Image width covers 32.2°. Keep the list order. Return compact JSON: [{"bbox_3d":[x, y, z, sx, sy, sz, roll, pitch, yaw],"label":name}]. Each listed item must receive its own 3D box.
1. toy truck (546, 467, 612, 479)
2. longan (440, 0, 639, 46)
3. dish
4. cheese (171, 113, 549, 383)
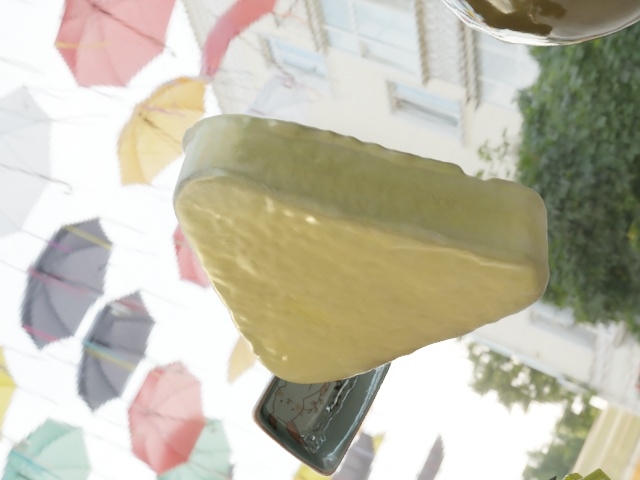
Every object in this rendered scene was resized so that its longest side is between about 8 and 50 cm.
[{"bbox_3d":[0.171,0.297,0.975,0.285,0.136,0.111,-22,-34,-36],"label":"toy truck"},{"bbox_3d":[0.210,-0.330,0.970,0.319,0.318,0.319,-48,-29,-39],"label":"longan"},{"bbox_3d":[0.000,0.173,1.452,0.154,0.064,0.234,43,-114,-26],"label":"dish"},{"bbox_3d":[0.001,0.000,1.139,0.384,0.383,0.104,80,-165,-53],"label":"cheese"}]
